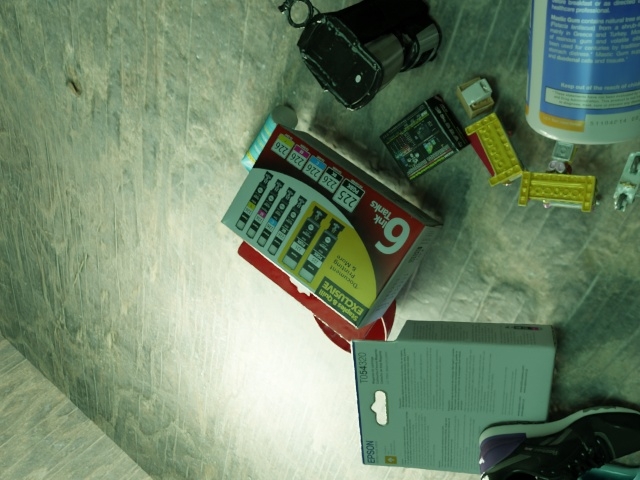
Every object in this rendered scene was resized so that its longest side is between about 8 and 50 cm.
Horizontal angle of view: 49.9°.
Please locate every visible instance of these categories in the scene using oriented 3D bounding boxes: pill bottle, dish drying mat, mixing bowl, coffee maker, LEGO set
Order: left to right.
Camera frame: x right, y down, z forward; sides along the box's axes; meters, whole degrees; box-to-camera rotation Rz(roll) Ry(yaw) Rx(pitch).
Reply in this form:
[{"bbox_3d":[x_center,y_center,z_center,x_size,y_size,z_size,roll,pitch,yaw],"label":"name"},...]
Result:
[{"bbox_3d":[0.077,0.123,1.318,0.181,0.098,0.181,25,134,30],"label":"mixing bowl"},{"bbox_3d":[0.065,-0.293,0.959,0.120,0.178,0.171,-13,112,45],"label":"coffee maker"},{"bbox_3d":[0.249,-0.134,1.034,0.083,0.008,0.032,55,141,-4],"label":"dish drying mat"},{"bbox_3d":[0.302,-0.112,0.959,0.287,0.107,0.132,34,102,28],"label":"LEGO set"},{"bbox_3d":[0.312,-0.259,0.769,0.152,0.152,0.272,18,130,34],"label":"pill bottle"}]

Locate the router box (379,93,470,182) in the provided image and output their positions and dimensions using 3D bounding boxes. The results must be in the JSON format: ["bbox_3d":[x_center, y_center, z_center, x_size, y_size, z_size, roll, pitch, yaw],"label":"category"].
[{"bbox_3d":[0.161,-0.157,1.073,0.092,0.038,0.122,57,142,0],"label":"router box"}]

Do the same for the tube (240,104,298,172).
[{"bbox_3d":[-0.101,-0.176,1.313,0.080,0.052,0.207,56,147,12],"label":"tube"}]

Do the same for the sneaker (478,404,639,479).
[{"bbox_3d":[0.398,0.359,1.111,0.283,0.124,0.107,-20,117,24],"label":"sneaker"}]

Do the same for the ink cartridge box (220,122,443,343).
[{"bbox_3d":[0.000,0.000,1.182,0.309,0.130,0.272,36,104,18],"label":"ink cartridge box"}]

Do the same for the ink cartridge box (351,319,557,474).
[{"bbox_3d":[0.230,0.281,1.213,0.330,0.071,0.324,2,124,12],"label":"ink cartridge box"}]

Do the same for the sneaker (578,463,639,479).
[{"bbox_3d":[0.550,0.425,1.065,0.366,0.135,0.150,-8,116,45],"label":"sneaker"}]
